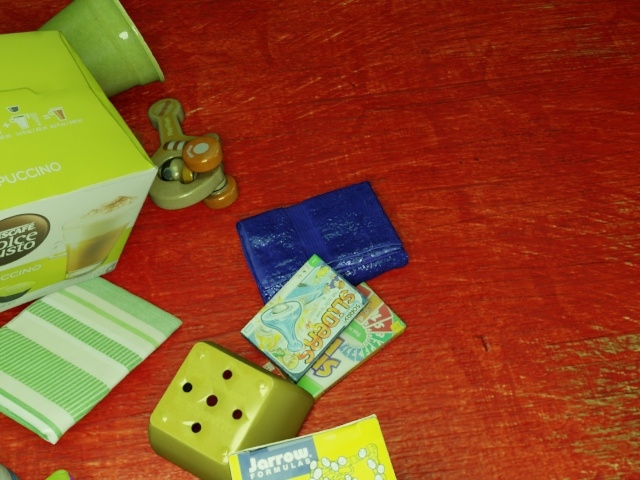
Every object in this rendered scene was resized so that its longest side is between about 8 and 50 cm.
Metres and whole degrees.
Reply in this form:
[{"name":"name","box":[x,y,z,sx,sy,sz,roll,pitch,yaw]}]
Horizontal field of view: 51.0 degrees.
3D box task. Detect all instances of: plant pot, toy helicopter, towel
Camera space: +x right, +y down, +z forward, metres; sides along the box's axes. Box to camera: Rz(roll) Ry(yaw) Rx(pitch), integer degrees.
[{"name":"plant pot","box":[-0.540,-0.421,1.540,0.254,0.276,0.276,-35,62,-7]},{"name":"toy helicopter","box":[-0.333,-0.193,1.469,0.235,0.140,0.355,-21,48,-3]},{"name":"towel","box":[0.000,0.000,1.350,0.308,0.076,0.227,-18,59,-12]},{"name":"towel","box":[-0.443,0.188,1.186,0.248,0.038,0.325,25,37,15]},{"name":"plant pot","box":[-0.154,0.278,1.082,0.212,0.187,0.212,24,68,15]}]

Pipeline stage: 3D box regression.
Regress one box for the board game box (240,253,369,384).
[{"name":"board game box","box":[-0.027,0.141,1.220,0.136,0.035,0.201,39,71,12]}]

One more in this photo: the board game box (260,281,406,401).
[{"name":"board game box","box":[0.022,0.195,1.248,0.259,0.039,0.124,-36,63,-18]}]

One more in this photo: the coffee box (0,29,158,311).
[{"name":"coffee box","box":[-0.545,-0.109,1.146,0.337,0.334,0.338,-24,72,-42]}]

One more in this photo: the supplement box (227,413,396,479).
[{"name":"supplement box","box":[0.003,0.408,0.914,0.194,0.356,0.195,-13,57,-8]}]

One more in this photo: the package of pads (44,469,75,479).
[{"name":"package of pads","box":[-0.438,0.482,0.924,0.296,0.101,0.229,-36,26,-19]}]

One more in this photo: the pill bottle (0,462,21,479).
[{"name":"pill bottle","box":[-0.542,0.379,1.011,0.124,0.221,0.124,0,57,0]}]
